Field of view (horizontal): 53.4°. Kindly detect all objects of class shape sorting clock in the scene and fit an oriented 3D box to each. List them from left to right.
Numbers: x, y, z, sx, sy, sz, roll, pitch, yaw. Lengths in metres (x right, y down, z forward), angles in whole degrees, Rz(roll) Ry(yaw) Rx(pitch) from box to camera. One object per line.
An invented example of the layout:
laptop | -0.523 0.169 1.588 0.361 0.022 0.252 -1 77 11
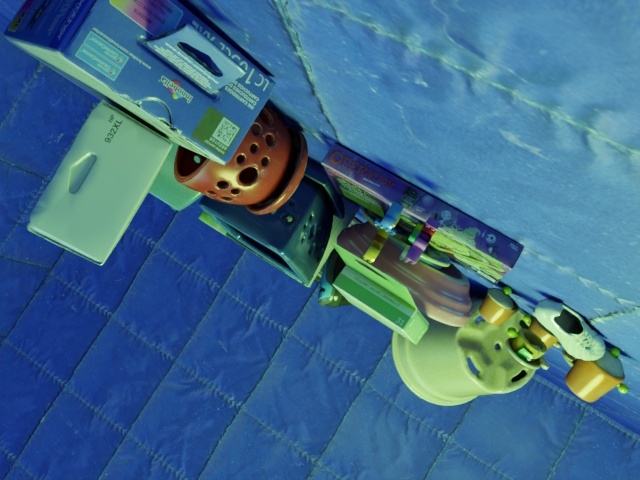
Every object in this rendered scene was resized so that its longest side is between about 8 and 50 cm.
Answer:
shape sorting clock | 0.172 -0.011 1.271 0.206 0.040 0.206 33 -169 -7

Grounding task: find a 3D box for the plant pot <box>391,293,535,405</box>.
plant pot | 0.395 0.273 1.662 0.334 0.333 0.305 32 165 -7

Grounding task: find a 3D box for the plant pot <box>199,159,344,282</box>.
plant pot | -0.085 -0.071 1.396 0.236 0.212 0.236 30 169 21

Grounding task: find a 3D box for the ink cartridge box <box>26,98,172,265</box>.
ink cartridge box | -0.363 -0.099 1.090 0.129 0.223 0.307 30 178 -15

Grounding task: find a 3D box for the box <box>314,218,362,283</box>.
box | 0.000 0.000 1.761 0.153 0.207 0.108 34 176 -31

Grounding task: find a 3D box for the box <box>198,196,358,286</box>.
box | -0.102 -0.065 1.555 0.322 0.232 0.058 31 175 8

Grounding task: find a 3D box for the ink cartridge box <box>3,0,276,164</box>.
ink cartridge box | -0.253 -0.255 0.910 0.270 0.151 0.395 33 179 -40

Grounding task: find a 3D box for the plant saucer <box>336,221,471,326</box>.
plant saucer | 0.194 0.054 1.371 0.332 0.084 0.332 31 -167 -8

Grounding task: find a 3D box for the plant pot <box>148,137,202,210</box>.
plant pot | -0.468 -0.239 2.110 0.248 0.252 0.247 33 177 -15

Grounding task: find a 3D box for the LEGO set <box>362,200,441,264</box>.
LEGO set | 0.120 0.004 1.042 0.087 0.093 0.227 31 176 5

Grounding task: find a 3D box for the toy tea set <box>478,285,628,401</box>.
toy tea set | 0.504 0.202 1.361 0.336 0.124 0.200 29 -154 -6

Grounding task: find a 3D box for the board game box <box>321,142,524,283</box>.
board game box | 0.172 -0.041 1.102 0.347 0.056 0.208 31 180 12

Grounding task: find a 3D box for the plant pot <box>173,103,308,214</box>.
plant pot | -0.132 -0.149 1.096 0.174 0.191 0.191 27 180 -34

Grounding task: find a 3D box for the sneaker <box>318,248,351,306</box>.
sneaker | 0.099 0.083 1.421 0.140 0.125 0.341 18 -167 19

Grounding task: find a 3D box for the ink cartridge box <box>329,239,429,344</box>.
ink cartridge box | 0.099 0.101 1.166 0.171 0.056 0.235 31 172 28

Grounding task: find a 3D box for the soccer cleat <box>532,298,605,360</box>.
soccer cleat | 0.492 0.180 1.230 0.196 0.068 0.076 36 172 -20
